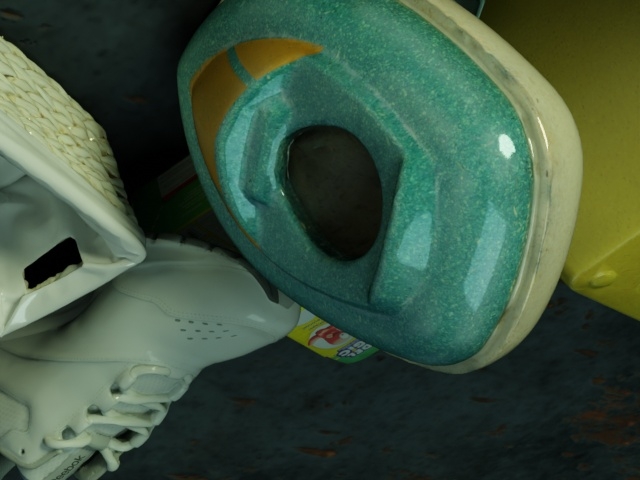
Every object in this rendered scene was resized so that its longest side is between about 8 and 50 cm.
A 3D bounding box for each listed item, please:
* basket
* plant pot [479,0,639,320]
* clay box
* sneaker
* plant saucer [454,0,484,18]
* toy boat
[{"bbox_3d":[-0.188,-0.039,0.943,0.113,0.103,0.167,-27,144,15],"label":"basket"},{"bbox_3d":[0.205,-0.065,0.992,0.212,0.187,0.212,-38,140,28],"label":"plant pot"},{"bbox_3d":[0.000,0.000,1.114,0.127,0.053,0.222,-33,142,21],"label":"clay box"},{"bbox_3d":[-0.125,0.082,1.051,0.297,0.129,0.111,-21,144,40],"label":"sneaker"},{"bbox_3d":[0.037,-0.062,0.990,0.067,0.018,0.192,23,115,14],"label":"plant saucer"},{"bbox_3d":[0.016,-0.102,0.859,0.148,0.267,0.318,-12,121,-40],"label":"toy boat"}]
